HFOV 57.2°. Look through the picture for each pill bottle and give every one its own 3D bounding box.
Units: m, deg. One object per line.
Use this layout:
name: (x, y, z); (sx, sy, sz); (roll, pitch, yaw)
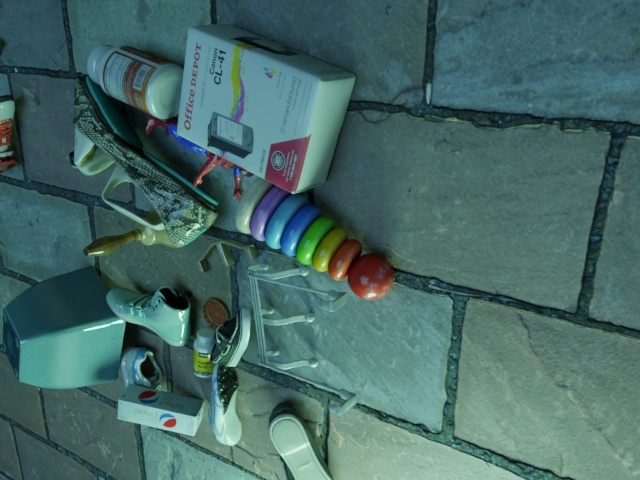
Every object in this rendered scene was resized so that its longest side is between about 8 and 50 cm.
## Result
pill bottle: (-0.287, 0.280, 1.474); (0.065, 0.065, 0.116); (19, 117, 27)
pill bottle: (-0.402, -0.354, 1.283); (0.216, 0.121, 0.121); (26, 120, 24)

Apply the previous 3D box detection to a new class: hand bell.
hand bell: (-0.439, -0.009, 1.358); (0.126, 0.242, 0.126); (12, 113, 29)

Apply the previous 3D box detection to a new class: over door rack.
over door rack: (-0.032, 0.186, 1.225); (0.324, 0.108, 0.239); (15, 116, 52)

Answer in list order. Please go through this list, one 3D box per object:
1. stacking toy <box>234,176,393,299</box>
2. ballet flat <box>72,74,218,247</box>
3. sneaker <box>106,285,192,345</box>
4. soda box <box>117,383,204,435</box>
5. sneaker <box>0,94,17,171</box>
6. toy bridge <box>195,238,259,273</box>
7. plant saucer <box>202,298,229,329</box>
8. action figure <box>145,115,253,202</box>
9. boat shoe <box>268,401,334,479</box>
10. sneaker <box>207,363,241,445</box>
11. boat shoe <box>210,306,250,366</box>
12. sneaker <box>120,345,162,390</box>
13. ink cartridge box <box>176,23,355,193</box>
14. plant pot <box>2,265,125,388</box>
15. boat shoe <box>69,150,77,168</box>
stacking toy: (0.000, 0.000, 1.152); (0.330, 0.141, 0.141); (32, 122, 12)
ballet flat: (-0.444, -0.169, 1.333); (0.483, 0.164, 0.182); (44, 91, 10)
sneaker: (-0.434, 0.150, 1.504); (0.256, 0.094, 0.151); (26, 126, 12)
soda box: (-0.428, 0.454, 1.575); (0.216, 0.074, 0.069); (12, 114, 2)
sneaker: (-0.901, -0.288, 1.661); (0.270, 0.090, 0.145); (-29, 91, 41)
toy bridge: (-0.222, 0.030, 1.362); (0.188, 0.026, 0.063); (-15, 97, 36)
plant saucer: (-0.258, 0.182, 1.451); (0.083, 0.013, 0.083); (13, 114, 30)
action figure: (-0.258, -0.169, 1.275); (0.280, 0.091, 0.139); (24, 112, 26)
boat shoe: (-0.036, 0.539, 1.400); (0.112, 0.095, 0.335); (-19, 102, 1)
sneaker: (-0.254, 0.412, 1.488); (0.086, 0.085, 0.237); (7, 110, 26)
boat shoe: (-0.212, 0.230, 1.367); (0.219, 0.070, 0.078); (115, 155, -43)
sneaker: (-0.490, 0.409, 1.644); (0.092, 0.087, 0.229); (-2, 107, 33)
ink cartridge box: (-0.114, -0.256, 1.122); (0.306, 0.131, 0.226); (27, 120, 22)
plant pot: (-0.709, 0.250, 1.590); (0.247, 0.252, 0.248); (42, 127, 36)
boat shoe: (-0.603, -0.208, 1.515); (0.133, 0.049, 0.042); (11, 121, 35)
